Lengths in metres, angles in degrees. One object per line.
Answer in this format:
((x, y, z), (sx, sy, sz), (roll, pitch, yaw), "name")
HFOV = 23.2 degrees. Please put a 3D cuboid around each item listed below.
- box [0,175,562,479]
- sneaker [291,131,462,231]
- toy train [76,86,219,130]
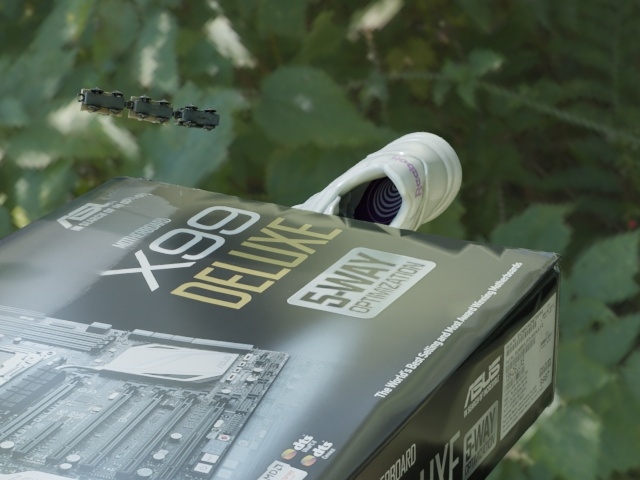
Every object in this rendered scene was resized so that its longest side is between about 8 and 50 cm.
((-0.070, 0.073, 0.625), (0.242, 0.077, 0.307), (12, 26, 27), "box")
((0.000, 0.000, 1.572), (0.305, 0.114, 0.152), (-43, -7, 26), "sneaker")
((-0.185, -0.140, 1.661), (0.036, 0.158, 0.027), (177, 100, -65), "toy train")
